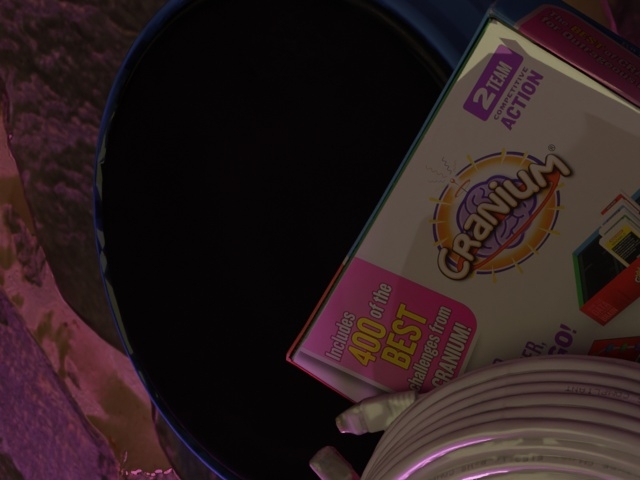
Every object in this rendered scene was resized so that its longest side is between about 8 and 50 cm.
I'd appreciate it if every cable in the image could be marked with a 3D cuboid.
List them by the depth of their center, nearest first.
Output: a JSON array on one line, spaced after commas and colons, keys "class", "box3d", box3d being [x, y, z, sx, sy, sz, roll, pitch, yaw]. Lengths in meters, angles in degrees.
[{"class": "cable", "box3d": [0.134, 0.178, 0.779, 0.257, 0.089, 0.257, -24, 103, 30]}]

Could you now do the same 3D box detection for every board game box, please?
[{"class": "board game box", "box3d": [0.171, 0.049, 0.795, 0.316, 0.064, 0.242, 33, 122, 5]}]

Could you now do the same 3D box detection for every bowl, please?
[{"class": "bowl", "box3d": [0.000, 0.000, 0.996, 0.391, 0.077, 0.391, 11, 107, 38]}]
